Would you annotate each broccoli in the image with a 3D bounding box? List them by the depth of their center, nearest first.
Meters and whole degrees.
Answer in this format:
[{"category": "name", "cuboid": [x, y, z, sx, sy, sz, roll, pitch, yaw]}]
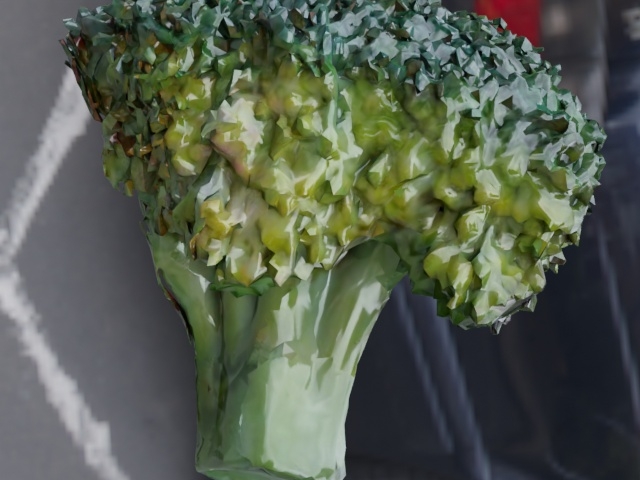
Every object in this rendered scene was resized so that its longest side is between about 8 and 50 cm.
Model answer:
[{"category": "broccoli", "cuboid": [0.000, 0.000, 0.663, 0.194, 0.220, 0.194, -1, 91, -50]}]
